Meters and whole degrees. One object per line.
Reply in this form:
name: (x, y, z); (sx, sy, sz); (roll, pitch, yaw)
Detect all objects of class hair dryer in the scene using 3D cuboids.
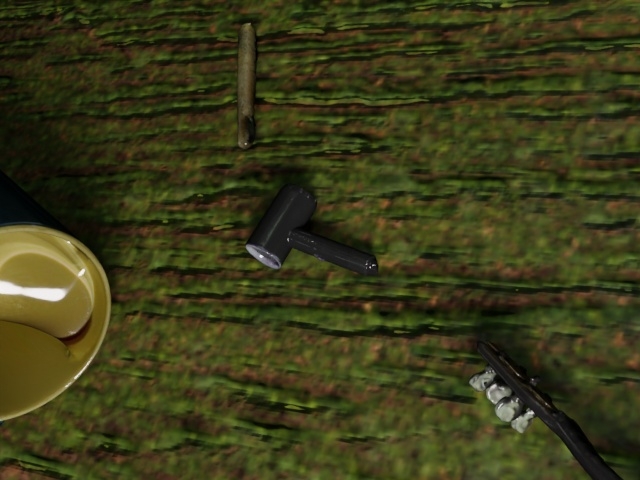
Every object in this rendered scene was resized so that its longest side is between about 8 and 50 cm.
hair dryer: (0.000, 0.000, 0.650); (0.083, 0.026, 0.047); (21, 73, 33)

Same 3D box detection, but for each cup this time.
cup: (-0.229, 0.034, 0.701); (0.155, 0.131, 0.177); (42, 110, 45)

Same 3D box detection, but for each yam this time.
yam: (-0.049, -0.104, 0.751); (0.014, 0.014, 0.107); (-16, 53, 19)

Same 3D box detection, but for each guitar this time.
guitar: (0.142, 0.124, 0.465); (0.038, 0.084, 0.271); (-45, 43, -2)
